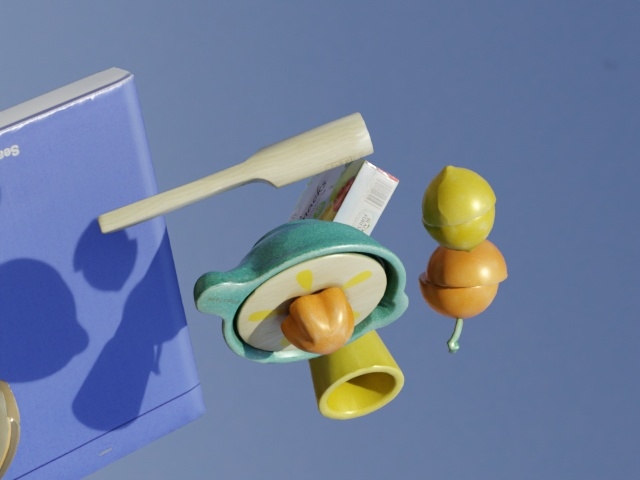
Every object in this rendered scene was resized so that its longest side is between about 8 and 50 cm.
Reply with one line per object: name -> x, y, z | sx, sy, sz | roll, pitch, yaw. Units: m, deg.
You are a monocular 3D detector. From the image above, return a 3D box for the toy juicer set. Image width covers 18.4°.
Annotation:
toy juicer set -> 0.023, 0.019, 1.365 | 0.329, 0.209, 0.089 | 39, 24, -53

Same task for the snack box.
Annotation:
snack box -> 0.000, 0.000, 1.573 | 0.141, 0.037, 0.100 | -61, -161, -2

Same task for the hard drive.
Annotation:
hard drive -> -0.215, 0.043, 1.613 | 0.040, 0.210, 0.319 | 24, -49, 49

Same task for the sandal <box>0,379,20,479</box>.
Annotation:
sandal -> -0.242, 0.160, 1.230 | 0.072, 0.049, 0.180 | 51, -59, 40
